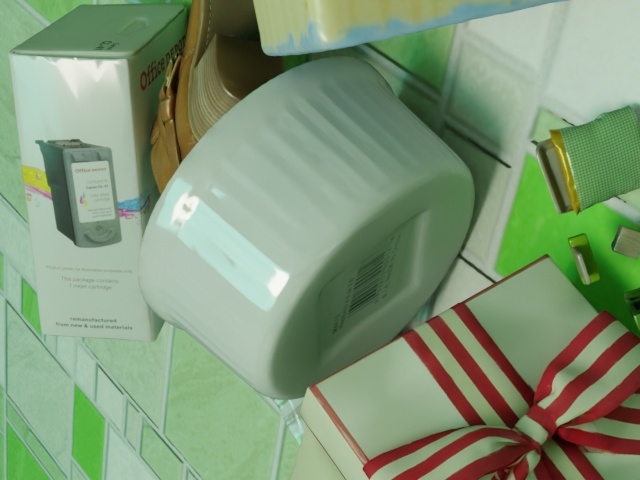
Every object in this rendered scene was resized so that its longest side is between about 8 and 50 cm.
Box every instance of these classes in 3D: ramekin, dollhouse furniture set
[{"bbox_3d":[0.000,0.000,0.979,0.135,0.277,0.277,42,136,24],"label":"ramekin"},{"bbox_3d":[0.210,-0.013,0.838,0.058,0.076,0.151,-67,-43,-78],"label":"dollhouse furniture set"}]

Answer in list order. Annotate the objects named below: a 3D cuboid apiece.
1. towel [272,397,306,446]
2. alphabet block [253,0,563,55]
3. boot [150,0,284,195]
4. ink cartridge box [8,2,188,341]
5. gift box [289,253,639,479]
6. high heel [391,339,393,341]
[{"bbox_3d":[-0.026,0.157,1.289,0.152,0.023,0.113,59,144,18],"label":"towel"},{"bbox_3d":[0.048,-0.243,0.822,0.192,0.193,0.197,-154,52,-72],"label":"alphabet block"},{"bbox_3d":[-0.089,-0.179,1.097,0.220,0.109,0.283,132,140,-57],"label":"boot"},{"bbox_3d":[-0.217,-0.078,1.256,0.131,0.226,0.306,2,113,8],"label":"ink cartridge box"},{"bbox_3d":[0.149,0.193,0.875,0.276,0.255,0.258,47,152,22],"label":"gift box"},{"bbox_3d":[0.124,0.229,1.086,0.181,0.127,0.377,-14,89,26],"label":"high heel"}]
